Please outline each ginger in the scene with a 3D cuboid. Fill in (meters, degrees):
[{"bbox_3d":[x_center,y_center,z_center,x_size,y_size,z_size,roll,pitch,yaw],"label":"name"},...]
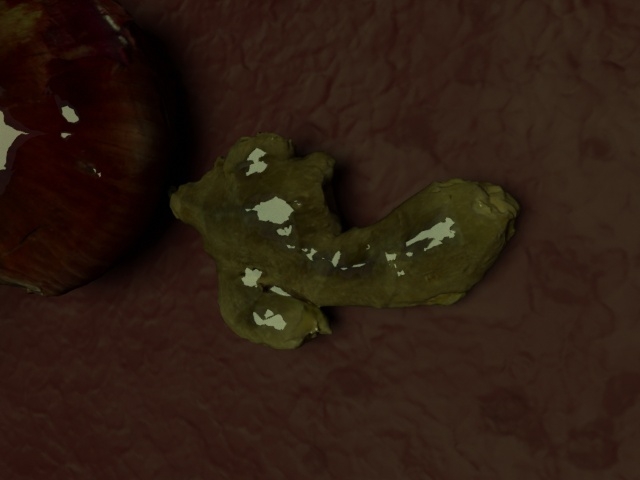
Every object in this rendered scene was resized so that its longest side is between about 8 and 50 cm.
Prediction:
[{"bbox_3d":[0.004,-0.010,0.433,0.214,0.059,0.132,-19,87,25],"label":"ginger"}]

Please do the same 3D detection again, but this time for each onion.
[{"bbox_3d":[-0.215,-0.076,0.479,0.230,0.163,0.229,-4,83,32],"label":"onion"}]
